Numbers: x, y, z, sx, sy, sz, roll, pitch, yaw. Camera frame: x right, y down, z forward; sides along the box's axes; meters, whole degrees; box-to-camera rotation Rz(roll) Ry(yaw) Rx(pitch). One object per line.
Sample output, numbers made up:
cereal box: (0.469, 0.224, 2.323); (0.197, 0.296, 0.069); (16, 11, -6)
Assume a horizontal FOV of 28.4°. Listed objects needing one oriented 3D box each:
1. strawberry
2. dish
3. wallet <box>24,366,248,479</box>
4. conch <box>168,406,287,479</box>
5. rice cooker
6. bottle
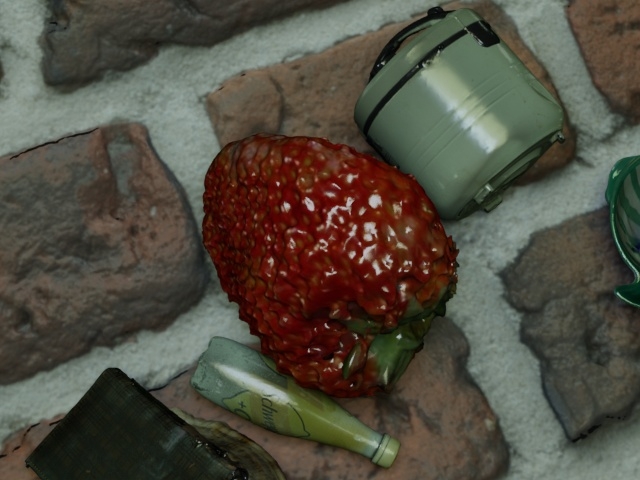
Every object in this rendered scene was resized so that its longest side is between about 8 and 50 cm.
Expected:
strawberry: (0.000, 0.000, 1.516); (0.351, 0.312, 0.267); (38, 48, 26)
dish: (0.455, -0.007, 1.628); (0.224, 0.078, 0.246); (29, 76, 6)
wallet: (-0.216, 0.266, 1.453); (0.169, 0.044, 0.317); (-52, 39, -10)
conch: (-0.135, 0.327, 1.482); (0.210, 0.159, 0.291); (-15, 75, -4)
rice cooker: (0.169, -0.161, 1.594); (0.226, 0.226, 0.244); (-41, 82, -11)
bottle: (-0.028, 0.206, 1.555); (0.270, 0.083, 0.083); (25, 76, 4)
